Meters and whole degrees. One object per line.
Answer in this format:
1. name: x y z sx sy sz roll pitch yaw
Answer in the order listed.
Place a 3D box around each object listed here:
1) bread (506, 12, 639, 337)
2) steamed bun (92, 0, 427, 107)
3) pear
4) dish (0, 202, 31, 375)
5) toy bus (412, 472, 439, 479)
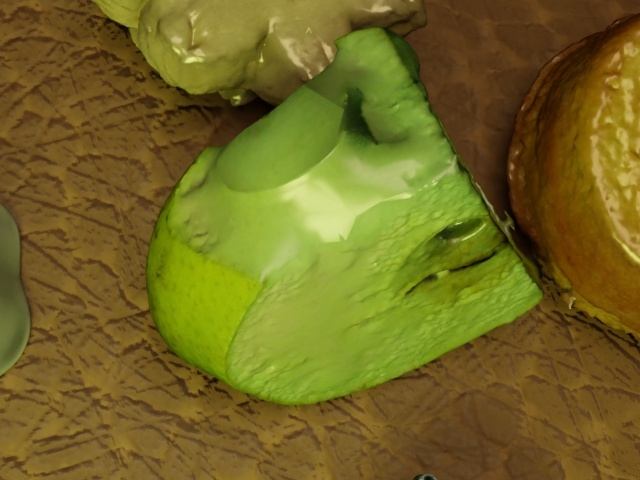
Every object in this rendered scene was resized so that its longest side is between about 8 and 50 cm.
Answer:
1. bread: 0.319 -0.066 1.121 0.312 0.172 0.312 2 77 -10
2. steamed bun: -0.054 -0.225 1.126 0.295 0.137 0.292 -28 77 -23
3. pear: 0.000 0.000 1.037 0.282 0.286 0.176 -33 56 7
4. dish: -0.339 0.035 1.032 0.229 0.081 0.229 2 74 -8
5. toy bus: 0.016 0.320 0.985 0.125 0.133 0.292 44 70 -2
